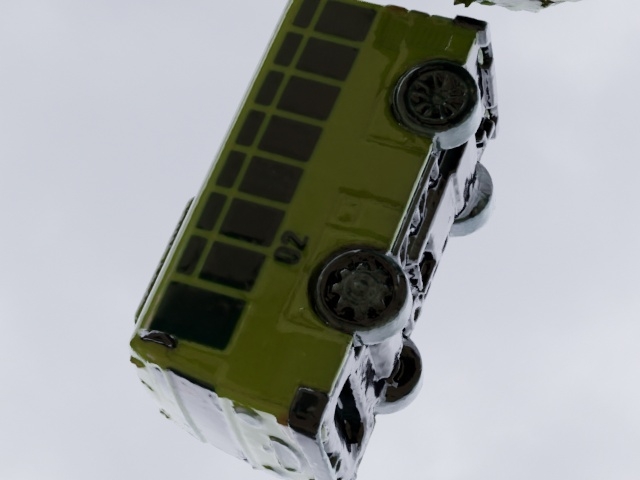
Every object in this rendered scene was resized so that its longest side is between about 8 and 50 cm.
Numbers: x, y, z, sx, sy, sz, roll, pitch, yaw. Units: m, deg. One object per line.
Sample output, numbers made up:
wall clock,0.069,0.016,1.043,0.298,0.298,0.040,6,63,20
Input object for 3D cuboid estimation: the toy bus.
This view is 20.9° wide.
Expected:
toy bus,0.000,0.000,0.970,0.150,0.128,0.262,16,-115,17

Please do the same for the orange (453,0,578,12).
orange,0.120,-0.262,0.907,0.300,0.223,0.301,-24,-129,44
